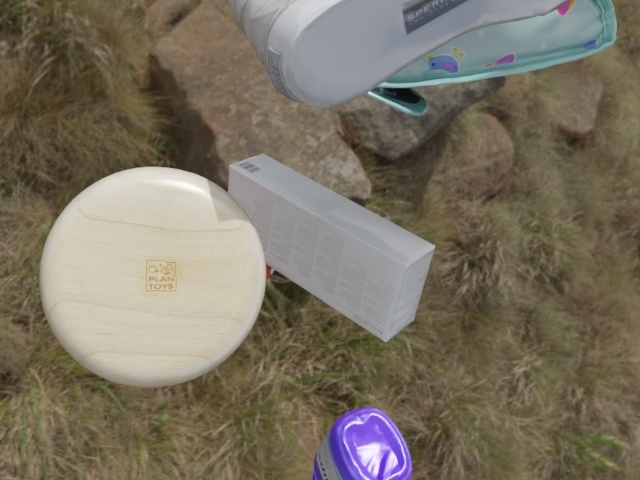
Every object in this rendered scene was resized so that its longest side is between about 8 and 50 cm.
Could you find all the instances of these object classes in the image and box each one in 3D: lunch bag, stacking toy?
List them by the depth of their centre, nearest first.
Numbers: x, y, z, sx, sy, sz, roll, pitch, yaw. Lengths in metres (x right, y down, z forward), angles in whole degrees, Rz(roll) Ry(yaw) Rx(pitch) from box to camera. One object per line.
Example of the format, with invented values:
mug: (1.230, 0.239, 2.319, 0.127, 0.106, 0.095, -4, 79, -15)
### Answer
stacking toy: (-0.145, 0.031, 0.539, 0.141, 0.330, 0.141, 1, 87, -16)
lunch bag: (0.088, -0.208, 0.549, 0.223, 0.262, 0.160, -83, 158, -68)

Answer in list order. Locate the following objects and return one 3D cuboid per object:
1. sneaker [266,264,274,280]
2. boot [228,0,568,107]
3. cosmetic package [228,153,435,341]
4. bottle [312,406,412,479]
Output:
sneaker: (-0.203, 0.019, 0.908, 0.279, 0.118, 0.107, 11, 37, 3)
boot: (0.065, -0.186, 0.394, 0.258, 0.095, 0.123, -26, 52, -8)
cosmetic package: (0.000, 0.000, 0.669, 0.239, 0.099, 0.060, 31, 37, 28)
bottle: (0.044, 0.333, 0.887, 0.092, 0.283, 0.118, -19, 64, -22)
